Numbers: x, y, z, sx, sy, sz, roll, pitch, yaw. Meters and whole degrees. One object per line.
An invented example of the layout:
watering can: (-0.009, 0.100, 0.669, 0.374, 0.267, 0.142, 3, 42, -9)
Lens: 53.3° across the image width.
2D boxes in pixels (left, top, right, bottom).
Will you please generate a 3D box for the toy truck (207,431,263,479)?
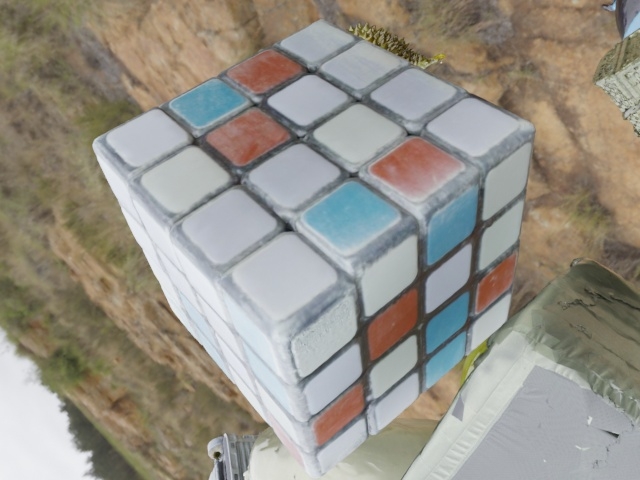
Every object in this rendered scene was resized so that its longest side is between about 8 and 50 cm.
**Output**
toy truck: (-0.149, 0.508, 1.189, 0.146, 0.175, 0.367, -109, 29, -45)

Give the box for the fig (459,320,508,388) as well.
fig: (0.412, 0.337, 1.337, 0.258, 0.326, 0.258, 19, -167, -4)

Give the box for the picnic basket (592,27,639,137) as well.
picnic basket: (0.480, -0.195, 0.839, 0.196, 0.134, 0.154, 44, 136, -9)

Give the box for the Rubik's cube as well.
Rubik's cube: (0.000, 0.000, 0.568, 0.259, 0.253, 0.256, 39, 154, 34)

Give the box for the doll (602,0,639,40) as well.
doll: (0.587, -0.407, 1.101, 0.177, 0.141, 0.314, 120, 148, -50)

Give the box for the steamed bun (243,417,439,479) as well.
steamed bun: (0.076, 0.363, 0.873, 0.312, 0.334, 0.232, 149, 122, -67)

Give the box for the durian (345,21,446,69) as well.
durian: (0.099, -0.304, 1.043, 0.146, 0.208, 0.102, -52, -37, -69)

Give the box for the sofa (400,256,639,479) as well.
sofa: (0.171, 0.155, 0.401, 0.210, 0.176, 0.225, 35, 116, 24)
